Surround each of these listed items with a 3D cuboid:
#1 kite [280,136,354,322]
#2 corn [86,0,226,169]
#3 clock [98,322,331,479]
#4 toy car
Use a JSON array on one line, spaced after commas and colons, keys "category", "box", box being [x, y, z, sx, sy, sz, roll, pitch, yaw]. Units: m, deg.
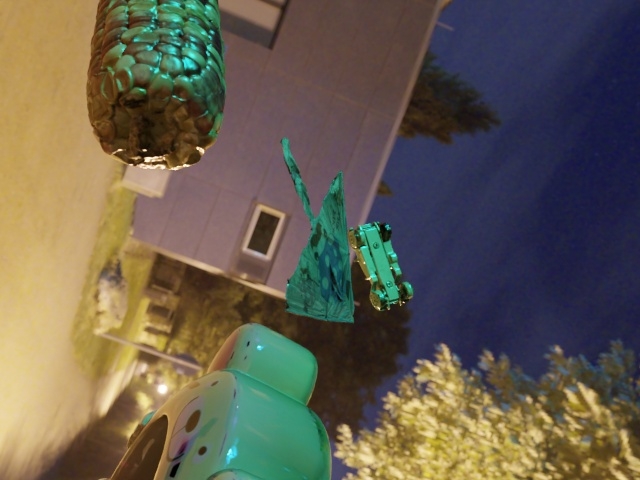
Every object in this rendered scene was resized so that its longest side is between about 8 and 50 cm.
[{"category": "kite", "box": [0.000, 0.000, 1.110, 0.335, 0.012, 0.314, -68, 143, -53]}, {"category": "corn", "box": [-0.126, -0.169, 0.604, 0.289, 0.098, 0.098, -102, -150, -43]}, {"category": "clock", "box": [-0.109, 0.225, 0.546, 0.309, 0.114, 0.284, -55, -167, 20]}, {"category": "toy car", "box": [0.094, 0.041, 1.264, 0.054, 0.073, 0.143, -35, -107, 59]}]
